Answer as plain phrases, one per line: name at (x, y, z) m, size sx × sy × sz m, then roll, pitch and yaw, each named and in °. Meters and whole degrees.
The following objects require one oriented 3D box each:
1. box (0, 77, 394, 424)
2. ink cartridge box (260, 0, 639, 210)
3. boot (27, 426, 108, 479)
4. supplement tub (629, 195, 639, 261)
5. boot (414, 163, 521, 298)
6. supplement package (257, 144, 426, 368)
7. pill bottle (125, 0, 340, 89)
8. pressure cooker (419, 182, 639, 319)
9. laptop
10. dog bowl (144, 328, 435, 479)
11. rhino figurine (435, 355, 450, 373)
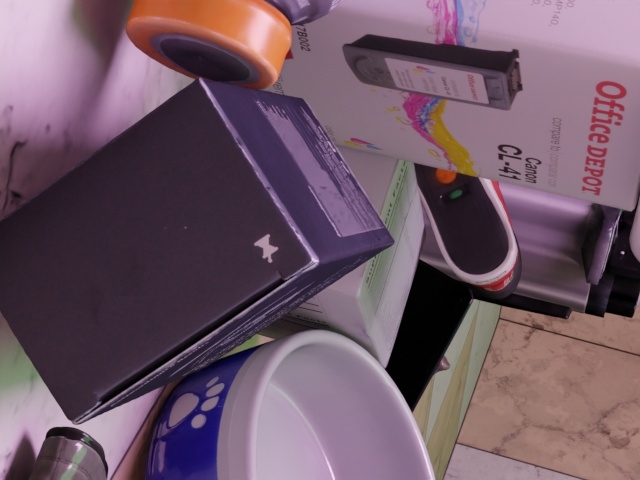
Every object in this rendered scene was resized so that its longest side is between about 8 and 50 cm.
box at (-0.065, 0.002, 0.754) m, size 0.153 × 0.108 × 0.207 m, roll -33°, pitch 175°, yaw 12°
ink cartridge box at (0.081, -0.145, 0.929) m, size 0.226 × 0.306 × 0.131 m, roll 70°, pitch 36°, yaw -68°
boot at (-0.166, 0.168, 0.769) m, size 0.246 × 0.083 × 0.161 m, roll 97°, pitch 6°, yaw -55°
supplement tub at (0.370, -0.053, 0.855) m, size 0.228 × 0.316 × 0.228 m, roll 15°, pitch 90°, yaw -77°
boot at (0.126, -0.065, 1.312) m, size 0.176 × 0.088 × 0.244 m, roll 34°, pitch 38°, yaw -75°
supplement package at (0.000, 0.000, 1.139) m, size 0.244 × 0.134 × 0.139 m, roll 68°, pitch 38°, yaw -70°
pill bottle at (-0.029, -0.210, 0.775) m, size 0.130 × 0.130 × 0.246 m, roll 62°, pitch 44°, yaw -72°
pressure cooker at (0.312, -0.094, 1.756) m, size 0.375 × 0.420 × 0.370 m, roll 70°, pitch 36°, yaw -70°
laptop at (0.064, 0.125, 1.460) m, size 0.234 × 0.136 × 0.264 m, roll -61°, pitch 168°, yaw 3°
dog bowl at (-0.014, 0.209, 1.087) m, size 0.265 × 0.104 × 0.265 m, roll 34°, pitch 46°, yaw -45°
rhino figurine at (0.078, 0.117, 1.616) m, size 0.106 × 0.073 × 0.243 m, roll -39°, pitch -160°, yaw 11°
